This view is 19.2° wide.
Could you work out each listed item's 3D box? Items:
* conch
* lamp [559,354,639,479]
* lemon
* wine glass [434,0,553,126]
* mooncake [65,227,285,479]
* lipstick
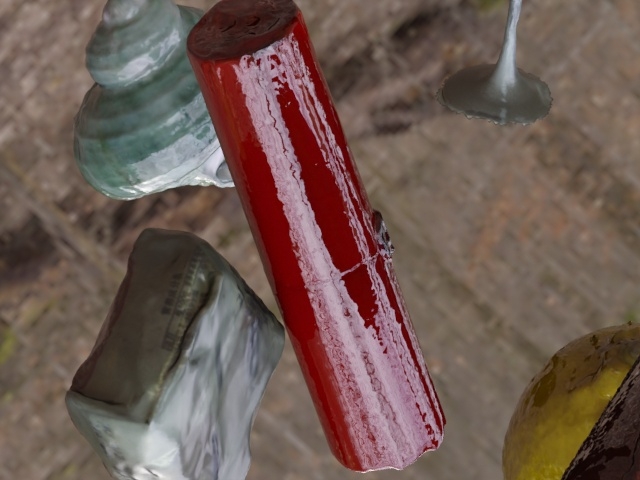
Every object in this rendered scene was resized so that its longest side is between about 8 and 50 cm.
[{"bbox_3d":[-0.128,-0.126,1.712,0.220,0.277,0.195,-35,-138,-3],"label":"conch"},{"bbox_3d":[0.211,0.108,0.894,0.258,0.180,0.180,-52,-177,-30],"label":"lamp"},{"bbox_3d":[0.237,0.172,1.415,0.204,0.204,0.260,-50,146,-38],"label":"lemon"},{"bbox_3d":[0.117,-0.191,1.075,0.074,0.074,0.262,-51,153,-49],"label":"wine glass"},{"bbox_3d":[-0.075,0.071,0.992,0.130,0.073,0.125,-66,152,-27],"label":"mooncake"},{"bbox_3d":[0.000,0.001,1.026,0.073,0.279,0.073,-15,-150,9],"label":"lipstick"}]
